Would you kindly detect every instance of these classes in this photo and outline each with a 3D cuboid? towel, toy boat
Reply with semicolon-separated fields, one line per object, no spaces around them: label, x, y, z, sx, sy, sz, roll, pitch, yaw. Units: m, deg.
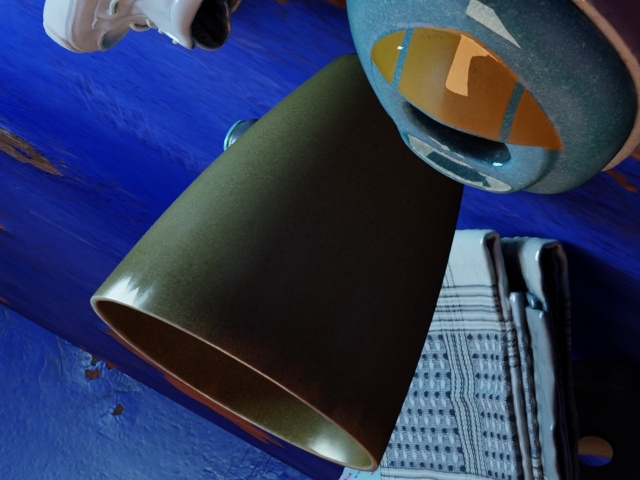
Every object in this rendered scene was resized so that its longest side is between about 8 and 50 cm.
towel;0.121;0.146;1.576;0.056;0.312;0.324;-5;-178;-26
toy boat;0.146;-0.069;0.985;0.318;0.148;0.267;27;166;17

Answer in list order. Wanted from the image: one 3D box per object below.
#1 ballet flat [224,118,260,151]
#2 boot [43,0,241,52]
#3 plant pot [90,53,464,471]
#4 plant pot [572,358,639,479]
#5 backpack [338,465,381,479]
ballet flat;-0.027;-0.040;1.635;0.074;0.074;0.203;24;163;26
boot;-0.124;-0.170;1.305;0.123;0.095;0.258;37;166;2
plant pot;0.000;0.000;1.318;0.237;0.254;0.237;29;167;7
plant pot;0.256;0.265;1.725;0.323;0.323;0.280;25;148;21
backpack;0.160;0.278;2.157;0.253;0.191;0.225;31;167;-24
